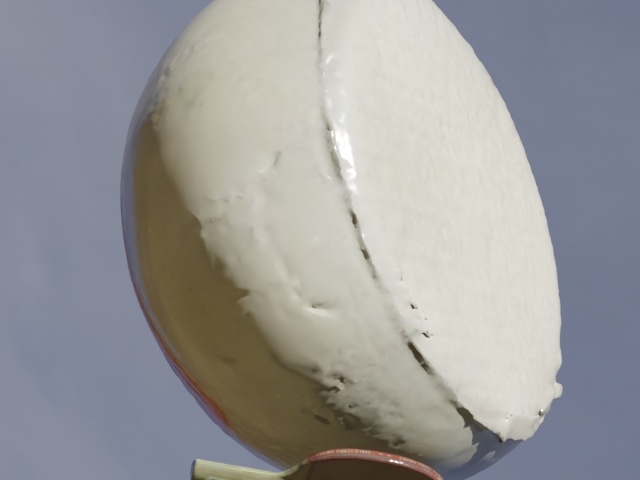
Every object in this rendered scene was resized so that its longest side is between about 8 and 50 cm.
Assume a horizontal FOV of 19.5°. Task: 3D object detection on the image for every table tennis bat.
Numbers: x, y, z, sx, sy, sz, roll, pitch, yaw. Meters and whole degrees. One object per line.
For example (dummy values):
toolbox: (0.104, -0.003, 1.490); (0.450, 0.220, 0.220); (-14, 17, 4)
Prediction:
table tennis bat: (0.000, 0.149, 1.106); (0.157, 0.013, 0.087); (9, -45, -7)

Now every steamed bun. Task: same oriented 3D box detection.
steamed bun: (0.000, 0.000, 1.290); (0.241, 0.374, 0.374); (-17, -67, 22)
